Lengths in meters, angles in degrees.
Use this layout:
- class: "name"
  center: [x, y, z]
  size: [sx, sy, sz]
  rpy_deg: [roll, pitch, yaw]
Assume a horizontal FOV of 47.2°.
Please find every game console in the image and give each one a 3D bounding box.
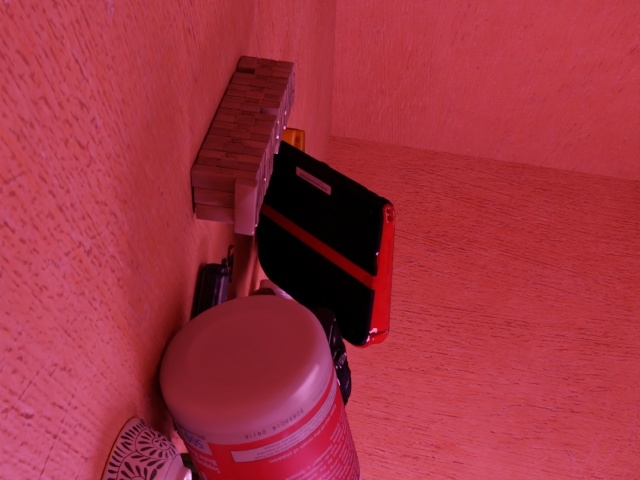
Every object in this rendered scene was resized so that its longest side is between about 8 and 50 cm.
- class: "game console"
  center: [0.000, 0.000, 1.443]
  size: [0.060, 0.386, 0.342]
  rpy_deg: [-21, 128, -35]

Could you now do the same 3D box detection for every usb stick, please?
- class: "usb stick"
  center: [-0.181, 0.175, 1.146]
  size: [0.077, 0.045, 0.278]
  rpy_deg: [-8, 106, -86]

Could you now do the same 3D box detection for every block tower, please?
- class: "block tower"
  center: [-0.110, -0.159, 1.105]
  size: [0.336, 0.097, 0.091]
  rpy_deg: [-80, 177, -46]

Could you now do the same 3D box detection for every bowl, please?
- class: "bowl"
  center: [-0.200, 0.301, 0.865]
  size: [0.170, 0.080, 0.170]
  rpy_deg: [9, 90, -88]

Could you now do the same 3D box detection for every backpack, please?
- class: "backpack"
  center: [-0.047, 0.305, 1.456]
  size: [0.355, 0.273, 0.290]
  rpy_deg: [46, 51, -62]

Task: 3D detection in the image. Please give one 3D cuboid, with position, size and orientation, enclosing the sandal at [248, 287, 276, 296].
- class: "sandal"
  center: [-0.159, 0.180, 1.531]
  size: [0.079, 0.088, 0.240]
  rpy_deg: [52, -45, 50]

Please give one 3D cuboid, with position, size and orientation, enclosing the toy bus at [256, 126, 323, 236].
- class: "toy bus"
  center: [-0.068, -0.086, 1.673]
  size: [0.108, 0.130, 0.333]
  rpy_deg: [-66, 165, -78]

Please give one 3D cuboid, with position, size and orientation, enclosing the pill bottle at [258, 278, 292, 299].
- class: "pill bottle"
  center: [-0.118, 0.192, 1.729]
  size: [0.112, 0.111, 0.187]
  rpy_deg: [86, 13, -76]

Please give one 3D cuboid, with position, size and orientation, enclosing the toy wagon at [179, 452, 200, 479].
- class: "toy wagon"
  center: [-0.224, 0.498, 1.074]
  size: [0.267, 0.068, 0.345]
  rpy_deg: [-76, 174, -57]

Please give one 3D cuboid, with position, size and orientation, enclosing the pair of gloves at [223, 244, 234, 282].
- class: "pair of gloves"
  center: [-0.170, 0.054, 1.335]
  size: [0.083, 0.010, 0.074]
  rpy_deg: [-81, 177, -66]

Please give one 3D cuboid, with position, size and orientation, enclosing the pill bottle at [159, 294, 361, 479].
- class: "pill bottle"
  center: [-0.066, 0.299, 1.062]
  size: [0.229, 0.228, 0.408]
  rpy_deg: [-77, 158, -53]
